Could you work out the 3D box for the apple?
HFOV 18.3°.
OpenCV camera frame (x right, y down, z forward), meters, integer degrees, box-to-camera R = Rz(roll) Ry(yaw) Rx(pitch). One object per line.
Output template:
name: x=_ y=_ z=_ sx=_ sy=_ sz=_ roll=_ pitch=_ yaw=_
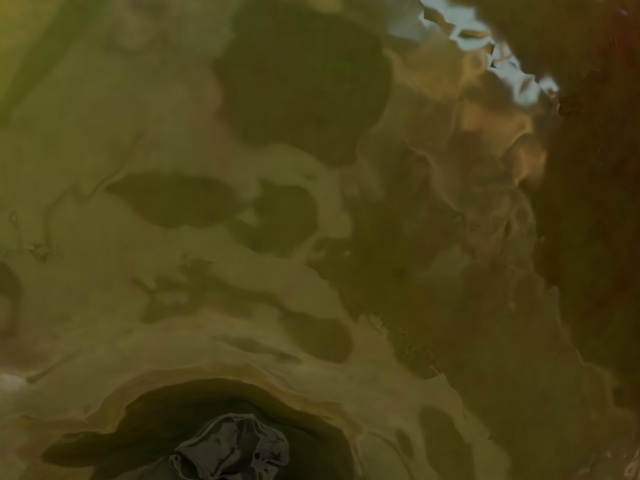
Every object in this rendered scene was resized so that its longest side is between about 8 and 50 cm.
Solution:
apple: x=0.000 y=0.000 z=0.624 sx=0.338 sy=0.305 sz=0.339 roll=4 pitch=-67 yaw=10
